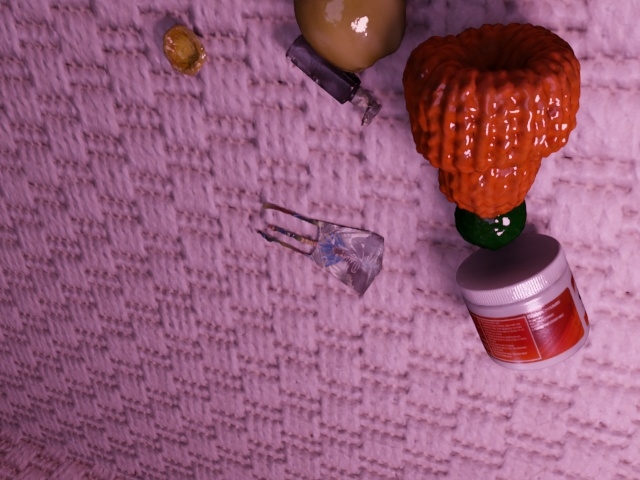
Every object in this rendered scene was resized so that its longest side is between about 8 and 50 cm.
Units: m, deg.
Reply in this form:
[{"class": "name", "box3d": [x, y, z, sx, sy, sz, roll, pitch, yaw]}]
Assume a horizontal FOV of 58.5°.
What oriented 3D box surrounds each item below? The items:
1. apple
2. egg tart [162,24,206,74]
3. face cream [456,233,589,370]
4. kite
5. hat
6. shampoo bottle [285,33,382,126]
[{"class": "apple", "box3d": [0.052, -0.383, 0.954, 0.199, 0.200, 0.200, 12, 123, 19]}, {"class": "egg tart", "box3d": [-0.279, -0.399, 1.191, 0.105, 0.039, 0.105, 12, 123, 19]}, {"class": "face cream", "box3d": [0.381, 0.115, 1.080, 0.200, 0.201, 0.187, -16, 111, 32]}, {"class": "kite", "box3d": [0.001, -0.001, 1.313, 0.309, 0.015, 0.169, 26, 127, 6]}, {"class": "hat", "box3d": [0.257, -0.138, 0.949, 0.285, 0.285, 0.401, 14, 129, 18]}, {"class": "shampoo bottle", "box3d": [0.027, -0.304, 1.090, 0.207, 0.057, 0.063, 40, 127, 0]}]
